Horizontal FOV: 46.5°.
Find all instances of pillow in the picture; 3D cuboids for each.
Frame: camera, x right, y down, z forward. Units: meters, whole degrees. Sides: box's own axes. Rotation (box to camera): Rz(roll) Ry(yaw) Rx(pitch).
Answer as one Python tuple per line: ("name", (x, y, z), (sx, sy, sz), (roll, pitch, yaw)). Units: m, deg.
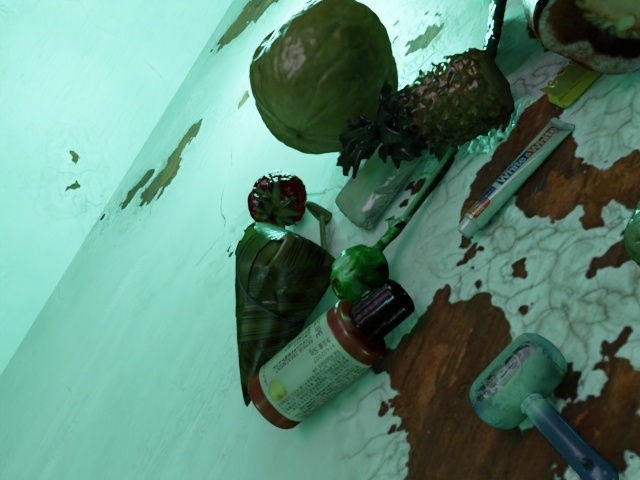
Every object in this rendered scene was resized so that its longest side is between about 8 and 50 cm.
("pillow", (0.298, -0.400, 1.236), (0.255, 0.034, 0.188), (89, -166, -57))
("pillow", (0.117, -0.129, 1.342), (0.229, 0.051, 0.128), (-55, 39, 2))

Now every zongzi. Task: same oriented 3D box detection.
("zongzi", (-0.110, 0.122, 1.345), (0.299, 0.138, 0.286), (-69, 23, 0))

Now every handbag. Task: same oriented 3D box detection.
("handbag", (0.372, -0.237, 1.099), (0.083, 0.027, 0.061), (-45, 25, 7))

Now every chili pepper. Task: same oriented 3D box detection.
("chili pepper", (0.397, -0.400, 1.038), (0.251, 0.229, 0.305), (-52, 25, 36))

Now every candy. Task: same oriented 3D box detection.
("candy", (0.128, -0.030, 1.206), (0.323, 0.097, 0.097), (-52, 26, -14))

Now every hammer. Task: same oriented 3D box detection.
("hammer", (0.243, 0.188, 0.785), (0.116, 0.069, 0.194), (-48, 36, 9))
("hammer", (0.000, 0.000, 1.379), (0.028, 0.060, 0.195), (-38, 35, 26))

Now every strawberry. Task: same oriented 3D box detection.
("strawberry", (-0.088, -0.085, 1.551), (0.131, 0.131, 0.148), (-52, -2, 4))

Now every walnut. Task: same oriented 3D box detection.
("walnut", (0.011, -0.332, 1.496), (0.333, 0.333, 0.332), (-37, 32, 28))

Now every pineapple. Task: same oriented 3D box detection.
("pineapple", (0.155, -0.205, 1.236), (0.310, 0.141, 0.170), (-23, 58, 30))

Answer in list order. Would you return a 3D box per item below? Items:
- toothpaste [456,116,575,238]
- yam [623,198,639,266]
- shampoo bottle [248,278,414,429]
("toothpaste", (0.278, -0.090, 1.076), (0.218, 0.033, 0.052), (-48, 32, 2))
("yam", (0.427, -0.102, 0.755), (0.330, 0.133, 0.133), (-55, 28, 2))
("shampoo bottle", (0.022, 0.162, 1.101), (0.278, 0.104, 0.104), (-42, 30, 20))
